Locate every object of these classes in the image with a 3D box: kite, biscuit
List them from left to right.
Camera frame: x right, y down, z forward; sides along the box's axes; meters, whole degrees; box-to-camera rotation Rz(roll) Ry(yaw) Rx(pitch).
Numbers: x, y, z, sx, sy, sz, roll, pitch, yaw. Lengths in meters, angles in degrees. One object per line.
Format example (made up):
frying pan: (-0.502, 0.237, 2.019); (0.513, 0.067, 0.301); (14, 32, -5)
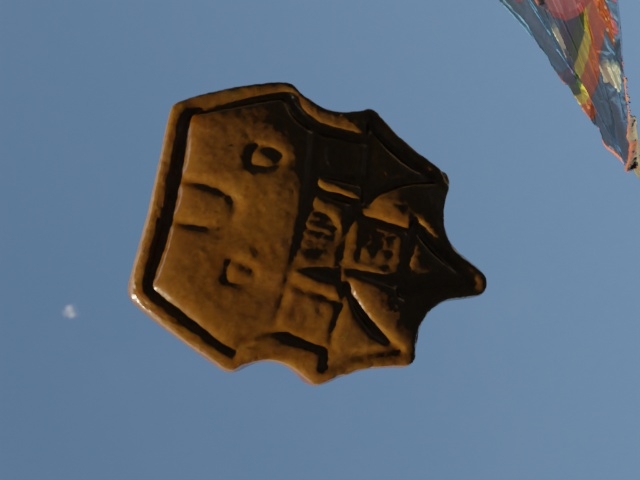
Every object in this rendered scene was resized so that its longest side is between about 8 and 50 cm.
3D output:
biscuit: (0.001, 0.000, 0.913); (0.215, 0.034, 0.182); (14, -103, -9)
kite: (0.059, -0.120, 0.506); (0.016, 0.321, 0.234); (-25, -82, -3)
